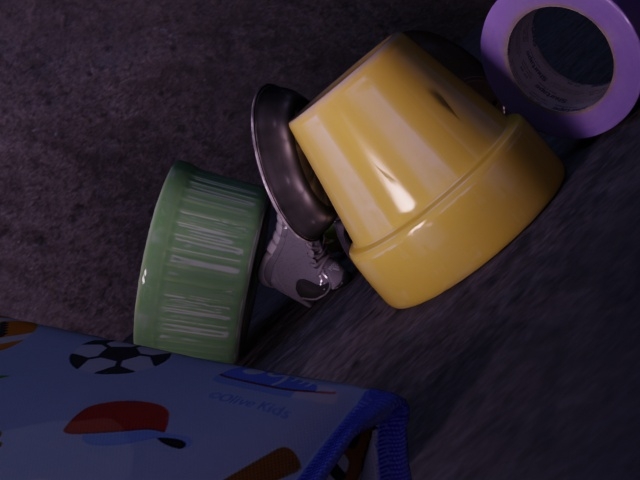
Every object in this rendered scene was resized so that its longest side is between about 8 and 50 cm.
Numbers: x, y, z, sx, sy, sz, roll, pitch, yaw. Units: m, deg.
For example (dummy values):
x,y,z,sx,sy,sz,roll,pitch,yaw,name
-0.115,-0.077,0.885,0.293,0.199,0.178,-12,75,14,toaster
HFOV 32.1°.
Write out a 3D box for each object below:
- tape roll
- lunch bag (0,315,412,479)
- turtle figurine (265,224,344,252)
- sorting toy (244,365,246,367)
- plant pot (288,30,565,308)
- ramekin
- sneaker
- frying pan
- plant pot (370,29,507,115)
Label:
x,y,z,sx,sy,sz,roll,pitch,yaw,name
0.279,-0.214,1.230,0.189,0.189,0.080,-32,7,47,tape roll
-0.172,0.225,0.452,0.327,0.239,0.385,4,31,32,lunch bag
0.035,-0.030,1.770,0.217,0.087,0.269,-37,-4,-30,turtle figurine
-0.126,0.197,1.548,0.062,0.012,0.083,-42,8,-4,sorting toy
0.102,-0.093,1.244,0.254,0.239,0.254,-39,7,6,plant pot
-0.169,0.042,1.659,0.303,0.148,0.304,11,-90,-89,ramekin
0.000,0.000,1.566,0.086,0.132,0.229,-35,-28,-47,sneaker
0.002,-0.043,1.352,0.053,0.326,0.197,-16,27,22,frying pan
0.187,-0.210,1.714,0.215,0.215,0.230,-41,22,-5,plant pot
